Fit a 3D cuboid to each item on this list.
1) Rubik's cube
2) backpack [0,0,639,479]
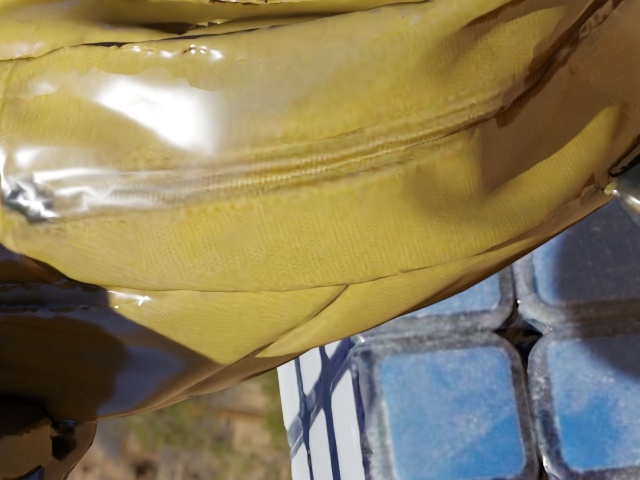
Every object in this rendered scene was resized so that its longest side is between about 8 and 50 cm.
[{"bbox_3d":[0.148,0.135,1.181,0.304,0.305,0.301,118,147,-69],"label":"Rubik's cube"},{"bbox_3d":[-0.029,-0.057,0.729,0.353,0.378,0.201,-42,-60,-41],"label":"backpack"}]
